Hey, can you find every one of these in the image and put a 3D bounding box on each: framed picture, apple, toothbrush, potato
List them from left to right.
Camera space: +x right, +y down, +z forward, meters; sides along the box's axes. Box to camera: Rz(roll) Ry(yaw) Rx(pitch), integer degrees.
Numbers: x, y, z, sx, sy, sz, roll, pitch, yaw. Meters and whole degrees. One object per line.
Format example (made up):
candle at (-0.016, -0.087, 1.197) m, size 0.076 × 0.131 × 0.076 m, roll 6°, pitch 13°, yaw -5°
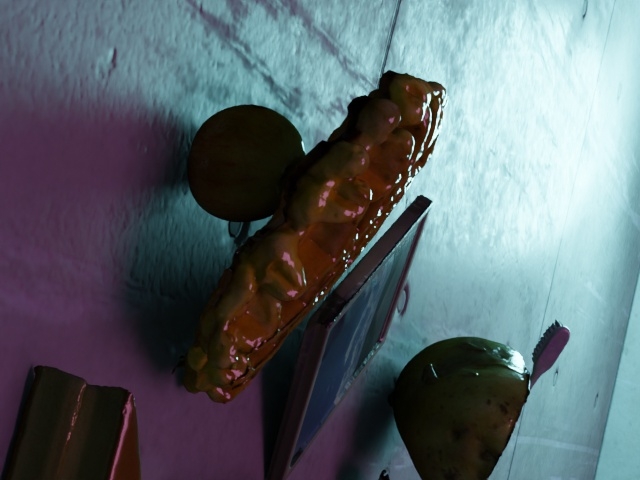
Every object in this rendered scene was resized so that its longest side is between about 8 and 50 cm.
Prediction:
apple at (-0.050, -0.053, 0.869) m, size 0.084 × 0.071 × 0.084 m, roll -42°, pitch 138°, yaw -53°
framed picture at (0.027, 0.083, 1.147) m, size 0.260 × 0.023 × 0.189 m, roll -47°, pitch 158°, yaw -54°
potato at (0.136, 0.174, 1.352) m, size 0.160 × 0.111 × 0.272 m, roll -62°, pitch -179°, yaw 12°
toothbrush at (0.174, 0.236, 1.381) m, size 0.354 × 0.024 × 0.029 m, roll -60°, pitch -166°, yaw 16°

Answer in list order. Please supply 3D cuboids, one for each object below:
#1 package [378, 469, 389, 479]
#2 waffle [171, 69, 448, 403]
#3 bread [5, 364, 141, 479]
package at (0.053, 0.349, 1.330) m, size 0.194 × 0.071 × 0.269 m, roll -51°, pitch 151°, yaw -25°
waffle at (-0.002, 0.001, 0.906) m, size 0.282 × 0.058 × 0.301 m, roll -53°, pitch 174°, yaw 14°
bread at (-0.139, 0.151, 0.751) m, size 0.084 × 0.074 × 0.139 m, roll 26°, pitch 74°, yaw -67°
